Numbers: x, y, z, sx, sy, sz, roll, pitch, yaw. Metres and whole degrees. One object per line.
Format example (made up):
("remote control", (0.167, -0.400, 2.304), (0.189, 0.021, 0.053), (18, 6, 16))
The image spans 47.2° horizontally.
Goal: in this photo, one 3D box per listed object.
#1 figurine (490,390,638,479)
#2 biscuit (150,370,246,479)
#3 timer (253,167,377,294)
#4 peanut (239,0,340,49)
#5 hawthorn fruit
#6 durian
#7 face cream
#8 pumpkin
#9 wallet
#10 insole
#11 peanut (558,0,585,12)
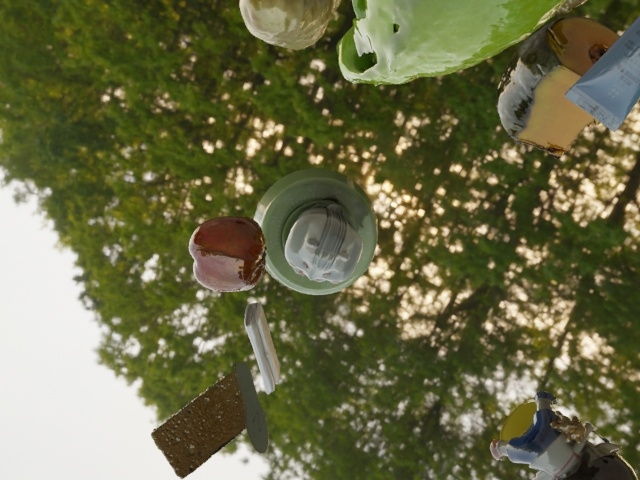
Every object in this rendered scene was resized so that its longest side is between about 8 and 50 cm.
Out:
("figurine", (0.423, 0.380, 1.206), (0.275, 0.161, 0.158), (44, -173, -2))
("biscuit", (-0.246, 0.399, 1.590), (0.231, 0.131, 0.025), (-34, -172, -26))
("timer", (0.000, 0.000, 1.549), (0.291, 0.290, 0.315), (18, -173, -7))
("peanut", (-0.040, -0.405, 1.234), (0.148, 0.147, 0.319), (23, -148, 4))
("hawthorn fruit", (-0.139, 0.021, 1.109), (0.128, 0.128, 0.128), (18, -157, -8))
("durian", (0.087, -0.172, 0.378), (0.101, 0.250, 0.139), (20, -150, -18))
("face cream", (0.624, -0.387, 1.341), (0.136, 0.385, 0.086), (30, -159, -17))
("pumpkin", (0.548, -0.358, 1.651), (0.256, 0.225, 0.303), (42, -131, 5))
("wallet", (-0.082, 0.151, 1.034), (0.025, 0.122, 0.061), (-8, -153, 9))
("insole", (-0.137, 0.334, 1.473), (0.064, 0.004, 0.188), (3, -114, -54))
("peanut", (0.561, -0.566, 1.562), (0.080, 0.174, 0.080), (32, -164, -11))
